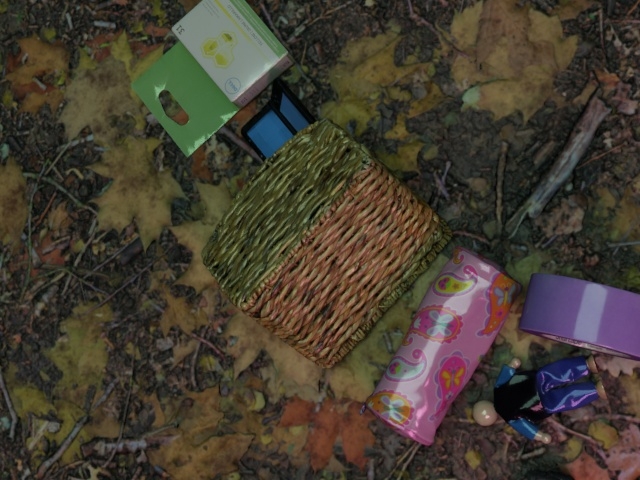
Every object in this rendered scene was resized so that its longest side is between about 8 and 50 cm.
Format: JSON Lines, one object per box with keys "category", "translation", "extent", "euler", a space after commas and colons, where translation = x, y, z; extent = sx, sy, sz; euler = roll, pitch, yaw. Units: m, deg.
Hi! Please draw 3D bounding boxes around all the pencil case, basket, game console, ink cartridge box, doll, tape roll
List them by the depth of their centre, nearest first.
{"category": "tape roll", "translation": [0.369, 0.105, 1.635], "extent": [0.189, 0.189, 0.080], "euler": [12, 85, 18]}
{"category": "doll", "translation": [0.306, 0.224, 1.709], "extent": [0.189, 0.046, 0.129], "euler": [-18, 76, 12]}
{"category": "pencil case", "translation": [0.173, 0.151, 1.724], "extent": [0.124, 0.124, 0.284], "euler": [30, 91, 18]}
{"category": "basket", "translation": [0.000, 0.000, 1.810], "extent": [0.299, 0.223, 0.213], "euler": [-49, 39, 4]}
{"category": "game console", "translation": [-0.061, -0.170, 1.868], "extent": [0.071, 0.107, 0.122], "euler": [-33, 72, -21]}
{"category": "ink cartridge box", "translation": [-0.181, -0.274, 1.928], "extent": [0.235, 0.056, 0.171], "euler": [-40, 73, 4]}

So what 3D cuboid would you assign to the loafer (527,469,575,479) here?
{"category": "loafer", "translation": [0.301, 0.429, 1.665], "extent": [0.078, 0.076, 0.223], "euler": [7, 78, 22]}
